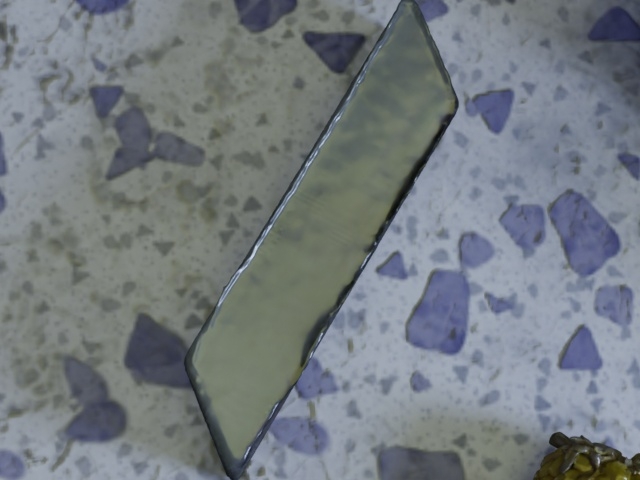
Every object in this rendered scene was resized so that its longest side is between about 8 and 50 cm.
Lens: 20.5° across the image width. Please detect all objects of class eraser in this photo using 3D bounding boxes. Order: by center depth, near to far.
[{"bbox_3d":[-0.001,0.000,1.249,0.077,0.111,0.352,30,81,1],"label":"eraser"}]

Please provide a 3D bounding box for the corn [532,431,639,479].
[{"bbox_3d":[0.165,0.289,1.222,0.106,0.106,0.305,16,83,-1],"label":"corn"}]
